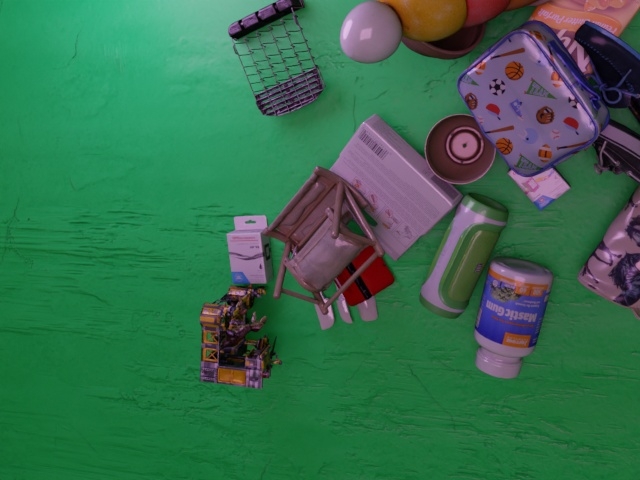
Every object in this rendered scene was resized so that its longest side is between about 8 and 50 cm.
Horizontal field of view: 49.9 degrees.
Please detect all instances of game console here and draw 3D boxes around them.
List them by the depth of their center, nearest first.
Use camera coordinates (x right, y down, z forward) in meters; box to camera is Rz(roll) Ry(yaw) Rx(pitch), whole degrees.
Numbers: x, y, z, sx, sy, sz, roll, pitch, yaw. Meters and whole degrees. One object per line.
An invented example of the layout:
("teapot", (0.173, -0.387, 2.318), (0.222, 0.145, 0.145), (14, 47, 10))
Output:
("game console", (0.101, 0.083, 1.817), (0.124, 0.085, 0.144), (-33, 88, 50))

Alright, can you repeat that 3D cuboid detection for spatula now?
("spatula", (0.050, 0.113, 1.857), (0.168, 0.019, 0.241), (-13, 95, 22))

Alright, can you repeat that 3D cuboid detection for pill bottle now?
("pill bottle", (0.458, 0.188, 1.665), (0.152, 0.152, 0.271), (13, 106, 15))

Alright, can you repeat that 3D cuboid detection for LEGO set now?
("LEGO set", (-0.183, 0.249, 1.814), (0.192, 0.331, 0.254), (5, 92, 9))

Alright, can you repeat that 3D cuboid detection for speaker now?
("speaker", (0.347, 0.038, 1.679), (0.131, 0.131, 0.296), (25, 110, 11))

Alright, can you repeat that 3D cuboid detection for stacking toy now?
("stacking toy", (0.225, -0.523, 1.376), (0.480, 0.350, 0.350), (-38, 89, -10))

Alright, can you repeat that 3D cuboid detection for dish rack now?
("dish rack", (-0.105, -0.460, 1.740), (0.208, 0.074, 0.271), (-19, 98, 23))

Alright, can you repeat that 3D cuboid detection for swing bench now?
("swing bench", (0.000, 0.000, 1.721), (0.165, 0.254, 0.253), (22, 126, -31))

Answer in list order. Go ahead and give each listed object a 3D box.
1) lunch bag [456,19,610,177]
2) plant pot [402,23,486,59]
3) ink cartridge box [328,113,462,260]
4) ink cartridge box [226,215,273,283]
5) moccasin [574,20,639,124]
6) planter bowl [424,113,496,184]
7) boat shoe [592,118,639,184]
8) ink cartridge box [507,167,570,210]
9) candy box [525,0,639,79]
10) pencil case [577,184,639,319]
("lunch bag", (0.457, -0.296, 1.464), (0.303, 0.115, 0.243), (53, 135, -2))
("plant pot", (0.248, -0.505, 1.564), (0.237, 0.237, 0.110), (54, 153, 0))
("ink cartridge box", (0.167, -0.128, 1.733), (0.296, 0.066, 0.261), (45, 137, 4))
("ink cartridge box", (-0.195, 0.026, 1.891), (0.104, 0.060, 0.180), (-2, 102, 19))
("moccasin", (0.644, -0.319, 1.434), (0.342, 0.137, 0.117), (33, 114, -20))
("planter bowl", (0.337, -0.220, 1.629), (0.162, 0.109, 0.162), (4, 104, 18))
("boat shoe", (0.643, -0.188, 1.484), (0.306, 0.113, 0.104), (44, 122, 37))
("ink cartridge box", (0.513, -0.145, 1.620), (0.088, 0.052, 0.122), (-42, 87, 22))
("candy box", (0.551, -0.460, 1.511), (0.183, 0.087, 0.316), (35, 111, 8))
("pencil case", (0.752, -0.033, 1.506), (0.183, 0.160, 0.410), (42, 114, 34))
